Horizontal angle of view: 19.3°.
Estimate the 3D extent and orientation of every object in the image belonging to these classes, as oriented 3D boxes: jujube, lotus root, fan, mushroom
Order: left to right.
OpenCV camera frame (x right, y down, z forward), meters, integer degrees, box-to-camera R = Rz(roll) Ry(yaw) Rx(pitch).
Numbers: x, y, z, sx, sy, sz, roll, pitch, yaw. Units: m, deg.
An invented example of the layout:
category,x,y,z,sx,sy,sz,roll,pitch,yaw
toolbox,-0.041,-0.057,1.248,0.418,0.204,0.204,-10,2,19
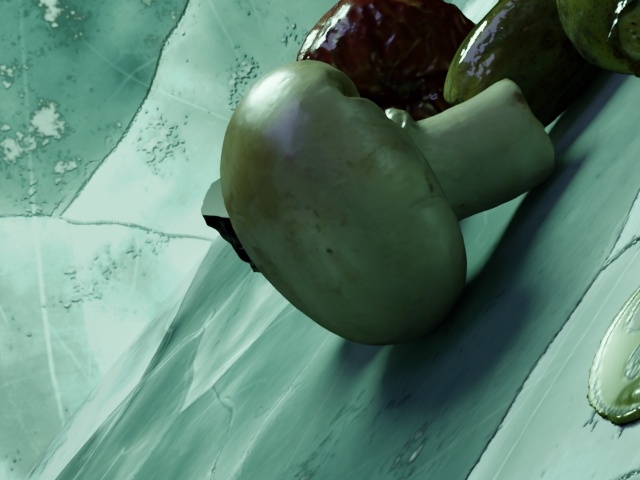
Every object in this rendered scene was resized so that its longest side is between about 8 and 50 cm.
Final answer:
category,x,y,z,sx,sy,sz,roll,pitch,yaw
mushroom,0.063,-0.060,1.762,0.290,0.292,0.292,-35,5,-13
jujube,0.094,-0.184,2.143,0.213,0.232,0.213,-51,9,11
lotus root,0.223,-0.201,1.882,0.241,0.123,0.124,-48,-13,-8
lotus root,0.277,-0.215,1.621,0.154,0.154,0.278,-46,18,27
fan,0.259,0.006,1.233,0.229,0.011,0.335,-45,10,33

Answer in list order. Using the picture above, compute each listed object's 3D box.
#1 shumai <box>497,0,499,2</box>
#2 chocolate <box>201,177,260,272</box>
category,x,y,z,sx,sy,sz,roll,pitch,yaw
shumai,0.253,-0.316,2.385,0.123,0.105,0.139,-59,-14,-28
chocolate,0.000,0.000,2.031,0.206,0.177,0.224,-35,20,-29
